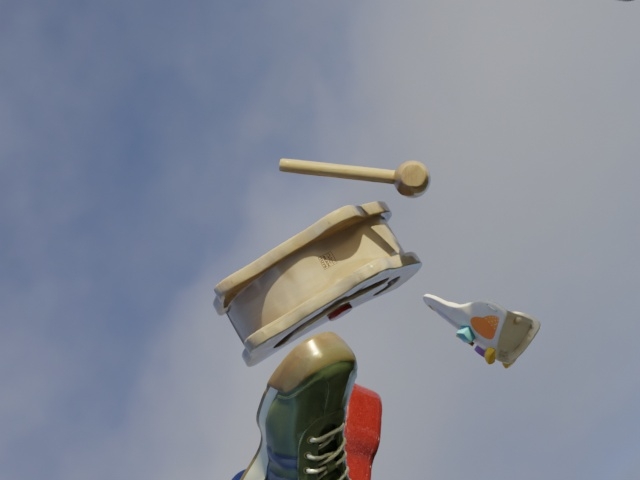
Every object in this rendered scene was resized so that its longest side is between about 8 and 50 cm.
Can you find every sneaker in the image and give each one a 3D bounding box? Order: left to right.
[{"bbox_3d":[-0.001,0.149,0.955,0.064,0.086,0.192,-16,-38,-35],"label":"sneaker"}]

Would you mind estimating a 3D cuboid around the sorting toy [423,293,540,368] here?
[{"bbox_3d":[0.117,0.062,1.171,0.045,0.075,0.083,-64,-28,3],"label":"sorting toy"}]

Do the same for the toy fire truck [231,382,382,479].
[{"bbox_3d":[-0.038,0.287,1.307,0.302,0.169,0.254,-50,25,47],"label":"toy fire truck"}]

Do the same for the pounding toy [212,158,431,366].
[{"bbox_3d":[0.000,0.000,1.569,0.269,0.155,0.154,-32,-11,7],"label":"pounding toy"}]
